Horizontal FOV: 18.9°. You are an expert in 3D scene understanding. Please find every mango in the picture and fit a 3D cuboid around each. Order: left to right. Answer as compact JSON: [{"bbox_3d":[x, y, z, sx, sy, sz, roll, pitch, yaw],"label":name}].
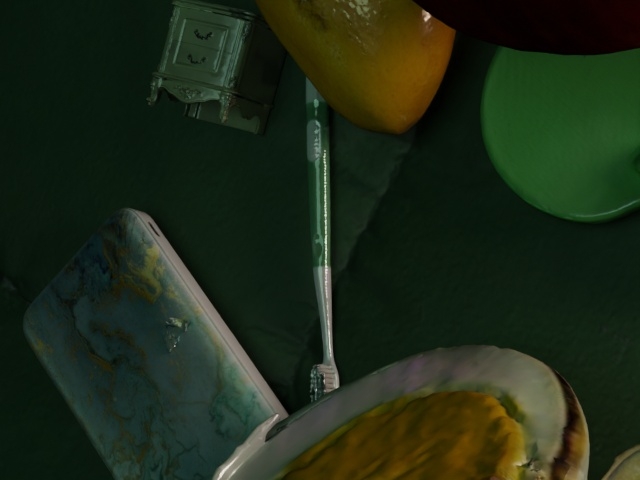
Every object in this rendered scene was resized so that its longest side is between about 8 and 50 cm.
[{"bbox_3d":[0.025,-0.179,1.349,0.145,0.112,0.219,-23,84,25],"label":"mango"}]

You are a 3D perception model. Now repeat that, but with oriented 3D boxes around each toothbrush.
[{"bbox_3d":[0.000,0.000,1.383,0.018,0.024,0.257,-7,78,29],"label":"toothbrush"}]

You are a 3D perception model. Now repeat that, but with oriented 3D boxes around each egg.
[{"bbox_3d":[0.066,0.203,1.218,0.286,0.264,0.174,-21,118,32],"label":"egg"}]

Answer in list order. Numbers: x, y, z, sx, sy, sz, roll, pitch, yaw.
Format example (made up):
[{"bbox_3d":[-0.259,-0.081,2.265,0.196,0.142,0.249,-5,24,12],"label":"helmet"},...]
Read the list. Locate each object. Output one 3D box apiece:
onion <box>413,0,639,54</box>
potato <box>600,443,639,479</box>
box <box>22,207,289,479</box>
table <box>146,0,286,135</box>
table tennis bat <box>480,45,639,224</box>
[{"bbox_3d":[0.182,-0.272,1.139,0.341,0.341,0.341,-5,80,29],"label":"onion"},{"bbox_3d":[0.239,0.218,1.181,0.164,0.081,0.200,-10,75,37],"label":"potato"},{"bbox_3d":[-0.111,0.119,1.418,0.142,0.044,0.285,-47,63,20],"label":"box"},{"bbox_3d":[-0.075,-0.129,1.420,0.079,0.062,0.083,15,91,31],"label":"table"},{"bbox_3d":[0.208,-0.064,1.266,0.160,0.039,0.257,-50,57,13],"label":"table tennis bat"}]
